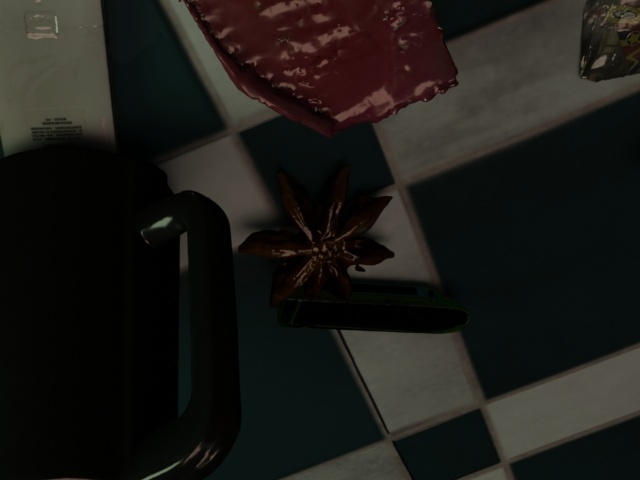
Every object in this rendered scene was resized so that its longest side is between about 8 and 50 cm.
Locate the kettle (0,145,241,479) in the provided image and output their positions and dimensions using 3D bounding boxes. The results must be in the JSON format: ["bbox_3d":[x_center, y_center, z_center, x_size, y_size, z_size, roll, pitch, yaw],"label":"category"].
[{"bbox_3d":[-0.184,0.093,0.772,0.262,0.308,0.203,-11,144,2],"label":"kettle"}]

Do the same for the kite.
[{"bbox_3d":[0.364,-0.210,0.869,0.245,0.015,0.141,0,129,-10],"label":"kite"}]

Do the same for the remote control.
[{"bbox_3d":[-0.231,-0.135,0.789,0.103,0.034,0.250,-4,128,-8],"label":"remote control"}]

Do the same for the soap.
[{"bbox_3d":[-0.025,-0.218,0.726,0.182,0.112,0.289,-28,126,6],"label":"soap"}]

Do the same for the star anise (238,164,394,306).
[{"bbox_3d":[0.000,0.001,0.917,0.168,0.057,0.168,-10,118,-20],"label":"star anise"}]

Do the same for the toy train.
[{"bbox_3d":[0.058,0.069,0.998,0.209,0.042,0.044,4,132,-14],"label":"toy train"}]
